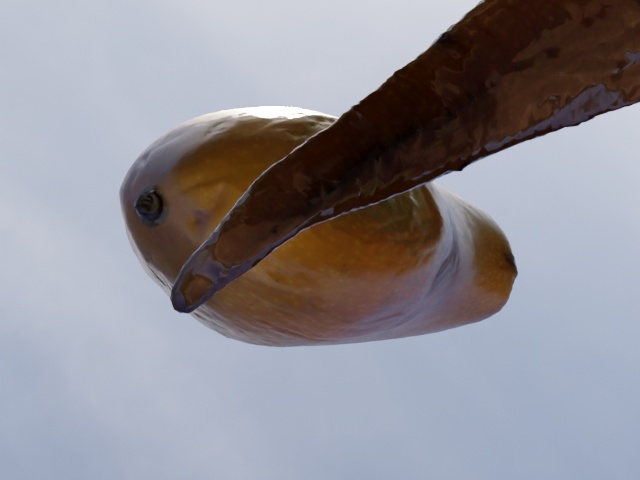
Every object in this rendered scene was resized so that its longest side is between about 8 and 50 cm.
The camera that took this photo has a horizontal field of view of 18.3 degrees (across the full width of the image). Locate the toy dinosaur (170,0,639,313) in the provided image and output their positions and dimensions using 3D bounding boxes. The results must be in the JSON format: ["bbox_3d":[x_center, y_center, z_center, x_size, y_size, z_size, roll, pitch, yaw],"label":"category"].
[{"bbox_3d":[0.143,-0.095,0.681,0.208,0.097,0.432,40,-117,-19],"label":"toy dinosaur"}]

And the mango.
[{"bbox_3d":[-0.003,0.000,1.258,0.359,0.187,0.144,18,-100,-65],"label":"mango"}]
